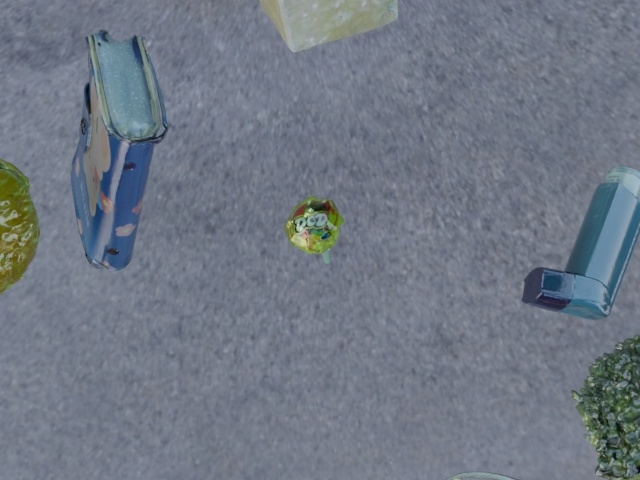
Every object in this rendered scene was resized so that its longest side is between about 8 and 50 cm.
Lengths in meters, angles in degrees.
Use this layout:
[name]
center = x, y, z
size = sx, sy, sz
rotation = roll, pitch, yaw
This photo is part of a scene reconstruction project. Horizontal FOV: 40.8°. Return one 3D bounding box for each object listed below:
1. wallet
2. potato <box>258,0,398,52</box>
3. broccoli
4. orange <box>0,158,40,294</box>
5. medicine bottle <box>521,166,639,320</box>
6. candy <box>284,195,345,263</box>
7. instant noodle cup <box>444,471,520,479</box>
[wallet]
center = -0.192, -0.084, 0.806
size = 0.059, 0.141, 0.202
rotation = -6, 148, -24
[potato]
center = -0.001, -0.157, 0.421
size = 0.086, 0.061, 0.122
rotation = -18, 140, -5
[broccoli]
center = 0.477, 0.253, 1.115
size = 0.247, 0.288, 0.245
rotation = -29, 124, 19
[orange]
center = -0.397, -0.015, 0.831
size = 0.158, 0.237, 0.179
rotation = 24, 112, 15
[medicine bottle]
center = 0.401, 0.005, 1.274
size = 0.124, 0.079, 0.258
rotation = 29, 73, 0
[candy]
center = 0.000, 0.000, 0.955
size = 0.062, 0.194, 0.058
rotation = -23, 75, 0
[instant noodle cup]
center = 0.121, 0.371, 0.696
size = 0.214, 0.296, 0.297
rotation = -26, 123, -36
